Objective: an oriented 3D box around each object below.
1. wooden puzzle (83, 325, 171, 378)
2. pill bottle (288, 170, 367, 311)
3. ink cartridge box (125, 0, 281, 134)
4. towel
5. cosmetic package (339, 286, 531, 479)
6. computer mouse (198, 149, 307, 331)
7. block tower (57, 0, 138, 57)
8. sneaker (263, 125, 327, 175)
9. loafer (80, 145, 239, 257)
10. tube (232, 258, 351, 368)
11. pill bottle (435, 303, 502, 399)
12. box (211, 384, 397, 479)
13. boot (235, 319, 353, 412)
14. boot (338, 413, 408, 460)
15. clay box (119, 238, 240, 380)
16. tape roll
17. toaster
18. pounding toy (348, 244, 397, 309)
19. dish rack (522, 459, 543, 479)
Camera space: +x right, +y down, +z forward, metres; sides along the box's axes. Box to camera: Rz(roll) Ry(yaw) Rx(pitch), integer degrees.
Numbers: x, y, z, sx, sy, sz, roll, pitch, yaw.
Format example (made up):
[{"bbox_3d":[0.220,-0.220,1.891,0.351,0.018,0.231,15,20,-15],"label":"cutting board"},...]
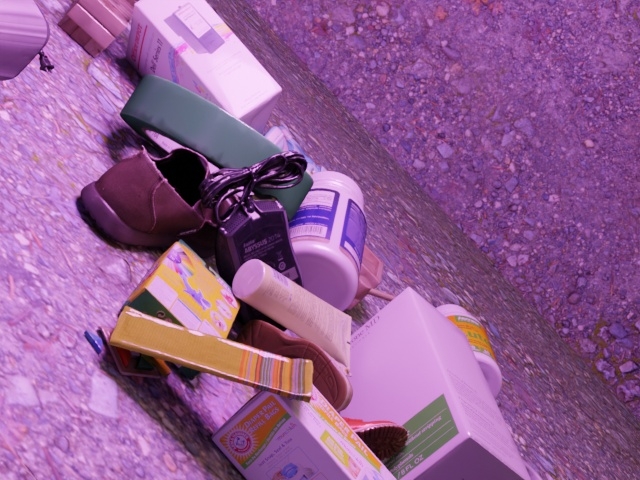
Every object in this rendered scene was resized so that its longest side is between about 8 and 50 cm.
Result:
[{"bbox_3d":[-0.219,0.129,1.203,0.078,0.014,0.116,53,16,19],"label":"wooden puzzle"},{"bbox_3d":[0.000,0.000,1.760,0.153,0.153,0.264,43,30,-19],"label":"pill bottle"},{"bbox_3d":[-0.244,-0.335,1.912,0.353,0.119,0.207,49,-24,6],"label":"ink cartridge box"},{"bbox_3d":[-0.121,0.131,1.200,0.237,0.021,0.102,17,12,-7],"label":"towel"},{"bbox_3d":[0.149,0.262,1.542,0.155,0.197,0.365,40,16,-28],"label":"cosmetic package"},{"bbox_3d":[-0.094,0.009,1.524,0.189,0.272,0.072,-21,23,-36],"label":"computer mouse"},{"bbox_3d":[-0.408,-0.443,1.956,0.097,0.091,0.335,44,15,-19],"label":"block tower"},{"bbox_3d":[-0.055,-0.119,2.060,0.208,0.127,0.319,46,16,-3],"label":"sneaker"},{"bbox_3d":[-0.194,-0.059,1.514,0.134,0.130,0.366,51,15,11],"label":"loafer"},{"bbox_3d":[-0.029,0.107,1.515,0.240,0.070,0.062,35,-3,-40],"label":"tube"},{"bbox_3d":[0.275,0.227,2.082,0.136,0.136,0.245,43,16,-19],"label":"pill bottle"},{"bbox_3d":[-0.016,0.265,1.250,0.203,0.103,0.114,48,15,1],"label":"box"},{"bbox_3d":[-0.002,0.192,1.442,0.213,0.077,0.165,27,-7,43],"label":"boot"},{"bbox_3d":[0.036,0.256,1.396,0.158,0.059,0.084,-1,25,-18],"label":"boot"},{"bbox_3d":[-0.176,0.083,1.361,0.127,0.053,0.222,46,14,-9],"label":"clay box"},{"bbox_3d":[-0.165,-0.145,1.659,0.321,0.077,0.321,31,-7,4],"label":"tape roll"},{"bbox_3d":[-0.469,-0.301,1.375,0.227,0.129,0.146,52,19,6],"label":"toaster"},{"bbox_3d":[0.056,0.077,1.933,0.181,0.094,0.206,46,16,-6],"label":"pounding toy"},{"bbox_3d":[0.352,0.492,1.765,0.285,0.072,0.332,34,21,-40],"label":"dish rack"}]
